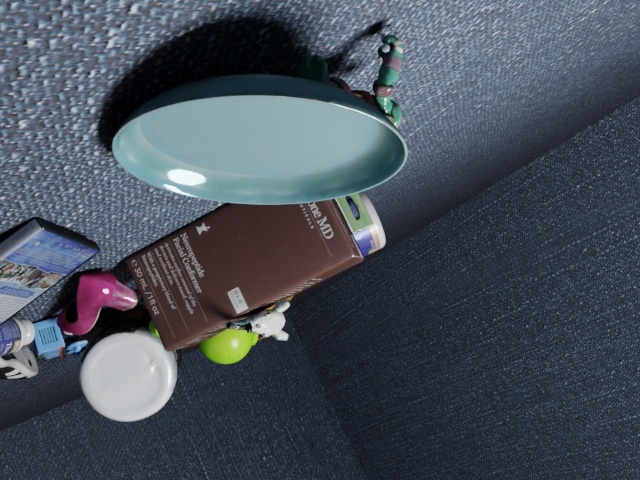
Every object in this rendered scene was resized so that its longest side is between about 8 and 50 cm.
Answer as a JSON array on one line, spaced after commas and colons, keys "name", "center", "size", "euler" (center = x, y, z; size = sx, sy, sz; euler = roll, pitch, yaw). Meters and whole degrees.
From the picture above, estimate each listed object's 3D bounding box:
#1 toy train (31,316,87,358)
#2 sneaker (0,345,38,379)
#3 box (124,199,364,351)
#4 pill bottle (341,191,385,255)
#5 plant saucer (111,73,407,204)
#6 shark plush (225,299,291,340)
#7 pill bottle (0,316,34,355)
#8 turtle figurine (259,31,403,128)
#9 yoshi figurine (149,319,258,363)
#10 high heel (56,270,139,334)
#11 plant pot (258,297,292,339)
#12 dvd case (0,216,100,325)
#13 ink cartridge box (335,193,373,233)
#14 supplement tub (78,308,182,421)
[{"name": "toy train", "center": [-0.543, 0.203, 1.525], "size": [0.105, 0.080, 0.184], "euler": [-13, 169, -23]}, {"name": "sneaker", "center": [-0.658, 0.248, 1.468], "size": [0.121, 0.079, 0.217], "euler": [-23, 163, -5]}, {"name": "box", "center": [-0.135, 0.035, 1.334], "size": [0.381, 0.191, 0.143], "euler": [-28, 172, 7]}, {"name": "pill bottle", "center": [0.000, 0.000, 1.669], "size": [0.265, 0.153, 0.153], "euler": [-26, 172, -6]}, {"name": "plant saucer", "center": [-0.064, -0.106, 0.813], "size": [0.318, 0.043, 0.317], "euler": [0, 166, 0]}, {"name": "shark plush", "center": [-0.113, 0.153, 1.308], "size": [0.067, 0.073, 0.161], "euler": [4, -167, 30]}, {"name": "pill bottle", "center": [-0.556, 0.167, 1.273], "size": [0.067, 0.067, 0.120], "euler": [-30, 171, 22]}, {"name": "turtle figurine", "center": [0.036, -0.170, 0.884], "size": [0.175, 0.118, 0.234], "euler": [-33, 164, 36]}, {"name": "yoshi figurine", "center": [-0.239, 0.174, 1.578], "size": [0.203, 0.203, 0.362], "euler": [-44, -167, -20]}, {"name": "high heel", "center": [-0.446, 0.112, 1.350], "size": [0.244, 0.082, 0.117], "euler": [-15, 147, 41]}, {"name": "plant pot", "center": [-0.143, 0.107, 1.815], "size": [0.188, 0.205, 0.205], "euler": [-39, 180, -34]}, {"name": "dvd case", "center": [-0.437, 0.067, 0.997], "size": [0.253, 0.022, 0.180], "euler": [-37, 168, -1]}, {"name": "ink cartridge box", "center": [0.001, -0.041, 1.566], "size": [0.209, 0.109, 0.062], "euler": [-26, 173, -6]}, {"name": "supplement tub", "center": [-0.428, 0.274, 1.714], "size": [0.207, 0.207, 0.338], "euler": [-26, -173, -4]}]
